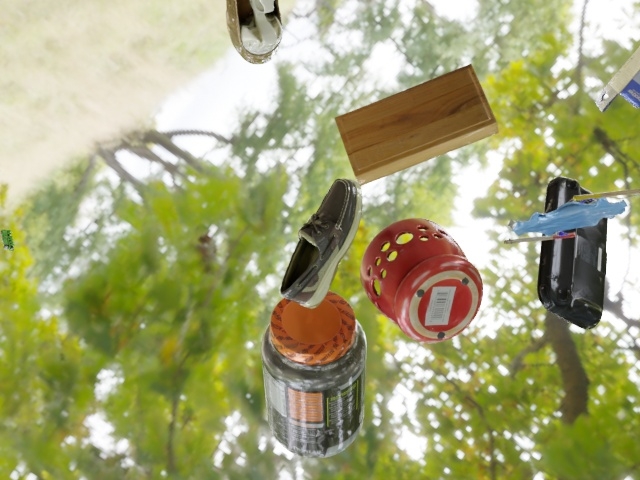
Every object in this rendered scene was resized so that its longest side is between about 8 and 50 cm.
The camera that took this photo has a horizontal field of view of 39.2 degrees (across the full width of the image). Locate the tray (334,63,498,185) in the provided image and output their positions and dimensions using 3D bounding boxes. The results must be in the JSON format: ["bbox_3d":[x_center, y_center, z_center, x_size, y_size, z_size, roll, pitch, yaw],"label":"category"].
[{"bbox_3d":[0.264,-0.322,2.505,0.411,0.076,0.203,-21,-114,6],"label":"tray"}]

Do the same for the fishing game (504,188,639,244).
[{"bbox_3d":[0.401,-0.044,1.466,0.264,0.189,0.041,121,-39,-73],"label":"fishing game"}]

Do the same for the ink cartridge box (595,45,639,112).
[{"bbox_3d":[0.716,-0.393,1.920,0.311,0.065,0.186,-50,-177,19],"label":"ink cartridge box"}]

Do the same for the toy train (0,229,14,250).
[{"bbox_3d":[-0.680,-0.001,1.953,0.083,0.023,0.017,50,-49,53],"label":"toy train"}]

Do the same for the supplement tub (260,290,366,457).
[{"bbox_3d":[-0.012,0.265,1.796,0.338,0.207,0.207,90,16,-46],"label":"supplement tub"}]

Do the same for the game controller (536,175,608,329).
[{"bbox_3d":[0.522,0.022,1.847,0.067,0.166,0.319,-22,-135,47],"label":"game controller"}]

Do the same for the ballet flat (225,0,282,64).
[{"bbox_3d":[-0.120,-0.456,1.733,0.116,0.342,0.124,-19,-131,-16],"label":"ballet flat"}]

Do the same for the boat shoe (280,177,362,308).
[{"bbox_3d":[-0.001,0.000,1.458,0.080,0.073,0.224,26,-84,51],"label":"boat shoe"}]

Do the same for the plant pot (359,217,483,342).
[{"bbox_3d":[0.188,0.077,1.604,0.191,0.191,0.174,-50,-148,6],"label":"plant pot"}]
